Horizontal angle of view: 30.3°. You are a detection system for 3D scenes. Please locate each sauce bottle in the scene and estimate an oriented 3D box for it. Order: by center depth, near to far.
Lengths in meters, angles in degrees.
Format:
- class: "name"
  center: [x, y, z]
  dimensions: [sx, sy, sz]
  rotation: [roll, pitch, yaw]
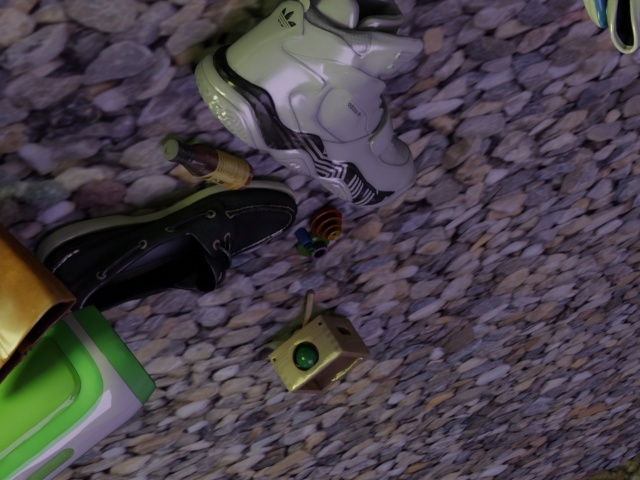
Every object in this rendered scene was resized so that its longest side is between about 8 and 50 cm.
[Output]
- class: "sauce bottle"
  center: [-0.134, -0.092, 1.402]
  dimensions: [0.042, 0.042, 0.128]
  rotation: [-45, 144, 22]

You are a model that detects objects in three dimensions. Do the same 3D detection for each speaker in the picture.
- class: "speaker"
  center: [-0.313, 0.195, 1.171]
  dimensions: [0.296, 0.131, 0.131]
  rotation: [-38, 150, -11]

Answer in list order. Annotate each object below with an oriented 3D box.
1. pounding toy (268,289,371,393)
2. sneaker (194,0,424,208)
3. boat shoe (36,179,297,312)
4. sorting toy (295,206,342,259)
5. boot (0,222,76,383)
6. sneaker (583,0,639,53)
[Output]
- class: "pounding toy"
  center: [-0.007, 0.159, 1.829]
  dimensions: [0.130, 0.100, 0.141]
  rotation: [-40, 158, 16]
- class: "sneaker"
  center: [0.046, -0.169, 1.346]
  dimensions: [0.210, 0.137, 0.366]
  rotation: [-40, 144, 21]
- class: "boat shoe"
  center: [-0.168, 0.017, 1.457]
  dimensions: [0.340, 0.113, 0.127]
  rotation: [-11, 143, -28]
- class: "sorting toy"
  center: [0.000, 0.000, 1.640]
  dimensions: [0.061, 0.042, 0.102]
  rotation: [-11, 144, -28]
- class: "boot"
  center: [-0.398, 0.043, 1.143]
  dimensions: [0.264, 0.280, 0.096]
  rotation: [-42, 171, 9]
- class: "sneaker"
  center: [0.364, -0.278, 1.356]
  dimensions: [0.236, 0.130, 0.322]
  rotation: [-67, 152, -27]
